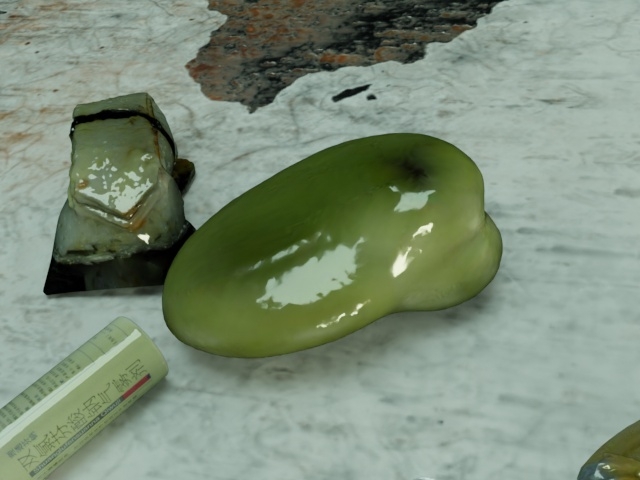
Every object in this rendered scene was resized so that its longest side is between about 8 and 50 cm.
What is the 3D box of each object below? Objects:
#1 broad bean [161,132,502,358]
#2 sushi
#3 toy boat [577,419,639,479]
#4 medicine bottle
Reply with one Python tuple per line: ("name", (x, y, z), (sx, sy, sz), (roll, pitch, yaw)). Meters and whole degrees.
("broad bean", (0.000, 0.000, 0.670), (0.263, 0.121, 0.189), (-16, 38, 0))
("sushi", (-0.181, -0.081, 0.810), (0.134, 0.109, 0.273), (-7, 42, 7))
("toy boat", (0.273, 0.192, 0.415), (0.321, 0.089, 0.121), (24, 60, 32))
("medicine bottle", (-0.211, 0.145, 0.612), (0.059, 0.059, 0.231), (28, 57, 36))
